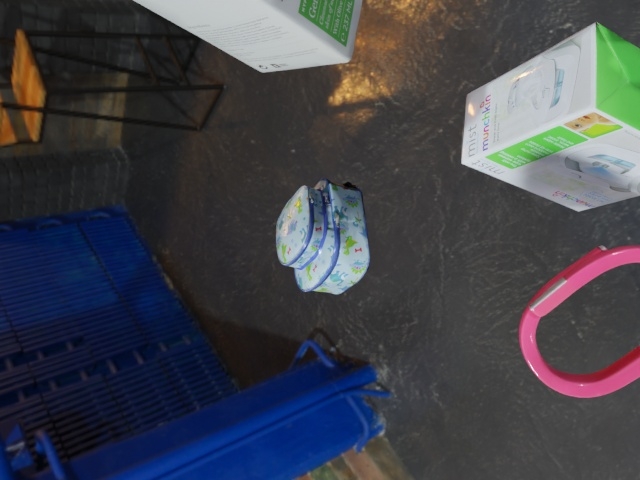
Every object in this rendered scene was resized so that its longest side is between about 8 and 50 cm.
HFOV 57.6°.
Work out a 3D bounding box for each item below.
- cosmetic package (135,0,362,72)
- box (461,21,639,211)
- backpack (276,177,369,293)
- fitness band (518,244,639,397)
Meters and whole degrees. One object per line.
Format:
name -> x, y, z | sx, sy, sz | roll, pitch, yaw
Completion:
cosmetic package -> -0.116, -0.328, 0.573 | 0.155, 0.365, 0.197 | 7, 87, 38
box -> 0.377, -0.157, 0.830 | 0.231, 0.262, 0.126 | -20, 58, 58
backpack -> 0.000, 0.000, 0.656 | 0.105, 0.084, 0.114 | -46, 46, 47
fitness band -> 0.473, 0.134, 0.969 | 0.291, 0.054, 0.209 | -41, 94, 16
